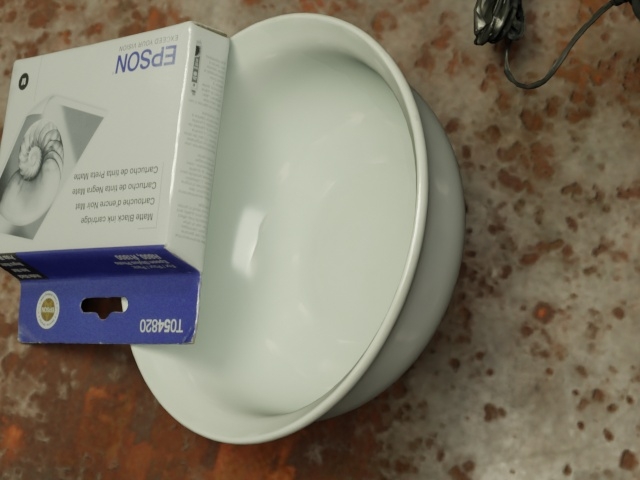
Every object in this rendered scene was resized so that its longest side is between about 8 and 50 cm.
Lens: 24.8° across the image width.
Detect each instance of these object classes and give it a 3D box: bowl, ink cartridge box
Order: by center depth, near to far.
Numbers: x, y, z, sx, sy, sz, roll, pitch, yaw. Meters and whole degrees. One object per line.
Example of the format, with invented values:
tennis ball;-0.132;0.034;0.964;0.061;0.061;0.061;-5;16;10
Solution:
bowl;0.000;0.000;1.028;0.298;0.134;0.297;-13;71;42
ink cartridge box;-0.165;-0.036;1.074;0.223;0.045;0.223;-4;77;44

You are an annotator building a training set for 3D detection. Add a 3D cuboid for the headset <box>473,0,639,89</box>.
headset;0.295;-0.158;1.006;0.394;0.243;0.185;6;56;27
